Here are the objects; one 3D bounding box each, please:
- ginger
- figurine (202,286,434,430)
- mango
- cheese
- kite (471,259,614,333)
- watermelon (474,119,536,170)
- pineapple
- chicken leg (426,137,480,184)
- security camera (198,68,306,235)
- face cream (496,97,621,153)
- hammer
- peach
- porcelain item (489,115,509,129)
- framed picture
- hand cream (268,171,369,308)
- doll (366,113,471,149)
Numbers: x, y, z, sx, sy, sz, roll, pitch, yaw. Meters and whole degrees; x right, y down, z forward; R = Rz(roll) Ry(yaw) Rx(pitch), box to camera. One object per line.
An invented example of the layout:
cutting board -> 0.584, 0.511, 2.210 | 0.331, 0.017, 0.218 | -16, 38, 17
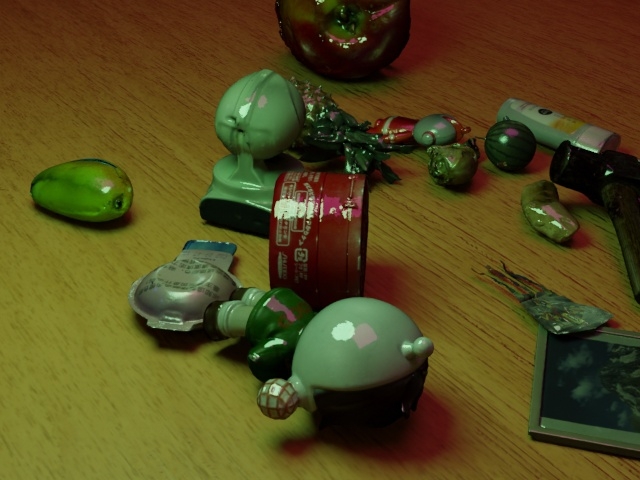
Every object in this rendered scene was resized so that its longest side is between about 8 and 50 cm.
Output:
ginger -> 0.427, -0.056, 1.744 | 0.095, 0.069, 0.190 | -2, 31, 0
figurine -> -0.001, 0.146, 1.292 | 0.370, 0.167, 0.281 | 15, 28, 37
mango -> -0.443, -0.096, 1.723 | 0.232, 0.111, 0.125 | 8, 17, 33
cheese -> -0.206, 0.066, 1.495 | 0.188, 0.074, 0.286 | 5, 27, 4
kite -> 0.355, 0.091, 1.525 | 0.141, 0.015, 0.245 | -7, 28, -34
watermelon -> 0.386, -0.203, 1.947 | 0.133, 0.105, 0.105 | 17, 31, -2
pineapple -> 0.022, -0.219, 1.919 | 0.165, 0.166, 0.364 | -21, 40, -34
chicken leg -> 0.277, -0.166, 1.912 | 0.103, 0.088, 0.228 | -15, 14, 20
security camera -> -0.113, -0.172, 1.702 | 0.196, 0.277, 0.191 | 13, 34, 19
face cream -> 0.527, -0.244, 2.068 | 0.107, 0.073, 0.269 | -32, 46, -33
hammer -> 0.551, -0.017, 1.662 | 0.242, 0.095, 0.409 | 16, 40, -8
peach -> 0.058, -0.606, 2.391 | 0.353, 0.339, 0.417 | 4, 26, 2
porcelain item -> 0.405, -0.241, 2.049 | 0.021, 0.075, 0.136 | -4, 32, -8
framed picture -> 0.411, 0.210, 1.345 | 0.208, 0.019, 0.281 | 8, 31, 10
hand cream -> 0.000, 0.000, 1.473 | 0.149, 0.230, 0.230 | 3, 31, 3
doll -> 0.214, -0.238, 2.015 | 0.245, 0.076, 0.142 | 7, 29, 31
